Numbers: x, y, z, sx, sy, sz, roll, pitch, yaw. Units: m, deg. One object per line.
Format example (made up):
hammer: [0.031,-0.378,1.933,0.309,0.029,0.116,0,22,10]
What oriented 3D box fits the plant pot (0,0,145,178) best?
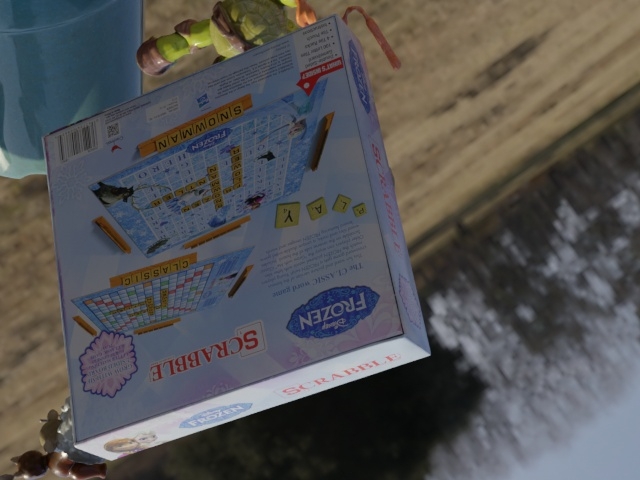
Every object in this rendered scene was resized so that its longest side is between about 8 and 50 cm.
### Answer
plant pot: [-0.347,-0.274,1.706,0.341,0.341,0.334,-32,145,-29]

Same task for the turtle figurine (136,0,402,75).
turtle figurine: [-0.069,-0.203,1.442,0.217,0.269,0.087,-35,-149,37]

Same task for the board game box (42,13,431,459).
board game box: [-0.086,-0.002,1.283,0.318,0.318,0.066,-19,153,19]

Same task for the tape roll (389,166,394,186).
tape roll: [0.000,0.000,1.611,0.219,0.072,0.219,-55,-159,34]

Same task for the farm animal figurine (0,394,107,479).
farm animal figurine: [-0.323,0.351,1.669,0.172,0.330,0.327,9,160,-20]
